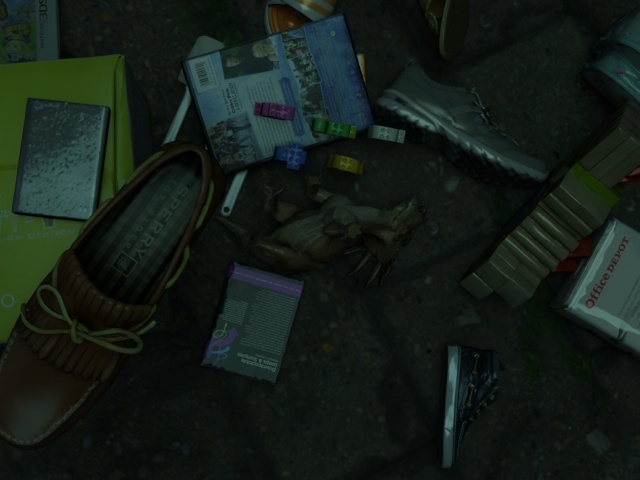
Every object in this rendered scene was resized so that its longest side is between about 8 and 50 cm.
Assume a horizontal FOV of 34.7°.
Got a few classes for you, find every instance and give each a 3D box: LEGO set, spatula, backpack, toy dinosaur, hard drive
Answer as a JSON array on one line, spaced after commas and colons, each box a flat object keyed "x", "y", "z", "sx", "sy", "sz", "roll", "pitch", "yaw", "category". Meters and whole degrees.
[{"x": 0.013, "y": -0.137, "z": 1.470, "sx": 0.227, "sy": 0.093, "sz": 0.087, "roll": 10, "pitch": 94, "yaw": -7, "category": "LEGO set"}, {"x": -0.156, "y": -0.172, "z": 1.542, "sx": 0.168, "sy": 0.019, "sz": 0.242, "roll": 23, "pitch": 88, "yaw": -3, "category": "spatula"}, {"x": 0.488, "y": -0.259, "z": 1.517, "sx": 0.166, "sy": 0.188, "sz": 0.144, "roll": 44, "pitch": 83, "yaw": -1, "category": "backpack"}, {"x": 0.000, "y": 0.000, "z": 1.493, "sx": 0.296, "sy": 0.200, "sz": 0.127, "roll": -10, "pitch": 60, "yaw": 17, "category": "toy dinosaur"}, {"x": -0.296, "y": -0.092, "z": 1.175, "sx": 0.094, "sy": 0.022, "sz": 0.135, "roll": 6, "pitch": 83, "yaw": -3, "category": "hard drive"}]

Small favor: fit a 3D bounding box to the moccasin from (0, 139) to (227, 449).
[{"x": -0.230, "y": 0.059, "z": 1.105, "sx": 0.139, "sy": 0.147, "sz": 0.380, "roll": 40, "pitch": 87, "yaw": -1, "category": "moccasin"}]

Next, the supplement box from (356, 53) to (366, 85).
[{"x": 0.018, "y": -0.248, "z": 1.551, "sx": 0.099, "sy": 0.036, "sz": 0.062, "roll": -2, "pitch": 88, "yaw": -5, "category": "supplement box"}]

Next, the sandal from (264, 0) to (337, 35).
[{"x": -0.011, "y": -0.410, "z": 1.543, "sx": 0.102, "sy": 0.076, "sz": 0.265, "roll": 20, "pitch": 84, "yaw": -3, "category": "sandal"}]

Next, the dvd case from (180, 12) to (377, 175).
[{"x": -0.060, "y": -0.214, "z": 1.514, "sx": 0.253, "sy": 0.022, "sz": 0.180, "roll": -17, "pitch": 99, "yaw": -3, "category": "dvd case"}]

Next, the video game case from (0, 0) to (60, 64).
[{"x": -0.483, "y": -0.300, "z": 1.468, "sx": 0.213, "sy": 0.023, "sz": 0.193, "roll": -7, "pitch": 62, "yaw": -6, "category": "video game case"}]

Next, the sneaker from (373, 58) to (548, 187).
[{"x": 0.225, "y": -0.175, "z": 1.530, "sx": 0.281, "sy": 0.105, "sz": 0.115, "roll": 30, "pitch": 77, "yaw": -5, "category": "sneaker"}]

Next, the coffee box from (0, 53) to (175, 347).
[{"x": -0.387, "y": -0.028, "z": 1.345, "sx": 0.338, "sy": 0.334, "sz": 0.338, "roll": -6, "pitch": 85, "yaw": -4, "category": "coffee box"}]

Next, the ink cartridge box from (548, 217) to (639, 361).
[{"x": 0.478, "y": 0.088, "z": 1.535, "sx": 0.218, "sy": 0.092, "sz": 0.158, "roll": 31, "pitch": 83, "yaw": -4, "category": "ink cartridge box"}]

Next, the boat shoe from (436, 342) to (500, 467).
[{"x": 0.219, "y": 0.246, "z": 1.512, "sx": 0.083, "sy": 0.065, "sz": 0.183, "roll": 6, "pitch": 84, "yaw": -3, "category": "boat shoe"}]

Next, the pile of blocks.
[{"x": 0.367, "y": -0.035, "z": 1.506, "sx": 0.113, "sy": 0.149, "sz": 0.362, "roll": 42, "pitch": 106, "yaw": -2, "category": "pile of blocks"}]

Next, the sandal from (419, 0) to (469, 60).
[{"x": 0.187, "y": -0.385, "z": 1.572, "sx": 0.079, "sy": 0.088, "sz": 0.240, "roll": 8, "pitch": 76, "yaw": 27, "category": "sandal"}]

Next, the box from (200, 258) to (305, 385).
[{"x": -0.100, "y": 0.121, "z": 1.514, "sx": 0.116, "sy": 0.029, "sz": 0.162, "roll": 17, "pitch": 83, "yaw": -3, "category": "box"}]
